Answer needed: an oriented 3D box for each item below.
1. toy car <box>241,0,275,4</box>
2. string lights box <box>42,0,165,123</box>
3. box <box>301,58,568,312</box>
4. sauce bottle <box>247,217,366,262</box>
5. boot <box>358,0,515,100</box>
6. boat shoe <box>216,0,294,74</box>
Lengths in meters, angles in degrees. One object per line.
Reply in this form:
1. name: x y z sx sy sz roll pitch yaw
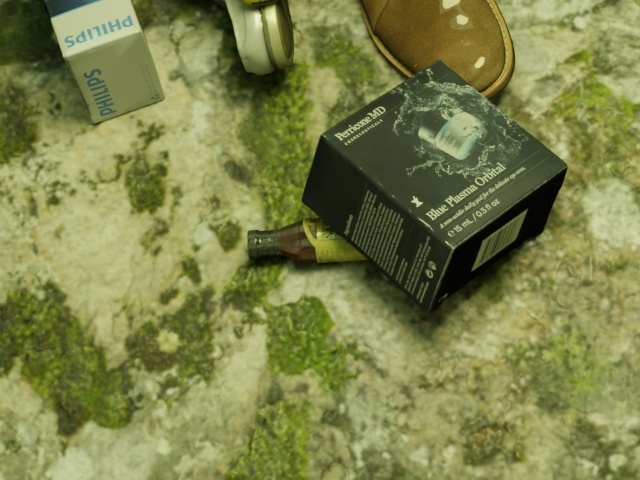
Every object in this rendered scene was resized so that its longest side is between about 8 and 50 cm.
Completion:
1. toy car: -0.070 -0.349 1.775 0.239 0.053 0.225 38 74 14
2. string lights box: -0.226 -0.254 1.841 0.076 0.133 0.260 -20 67 -3
3. box: 0.097 -0.049 1.713 0.158 0.093 0.156 41 54 20
4. sauce bottle: 0.000 0.000 1.756 0.128 0.042 0.042 -5 66 3
5. boot: 0.068 -0.252 1.810 0.112 0.115 0.305 -34 66 5
6. boat shoe: -0.095 -0.270 1.853 0.103 0.113 0.302 -14 55 1
